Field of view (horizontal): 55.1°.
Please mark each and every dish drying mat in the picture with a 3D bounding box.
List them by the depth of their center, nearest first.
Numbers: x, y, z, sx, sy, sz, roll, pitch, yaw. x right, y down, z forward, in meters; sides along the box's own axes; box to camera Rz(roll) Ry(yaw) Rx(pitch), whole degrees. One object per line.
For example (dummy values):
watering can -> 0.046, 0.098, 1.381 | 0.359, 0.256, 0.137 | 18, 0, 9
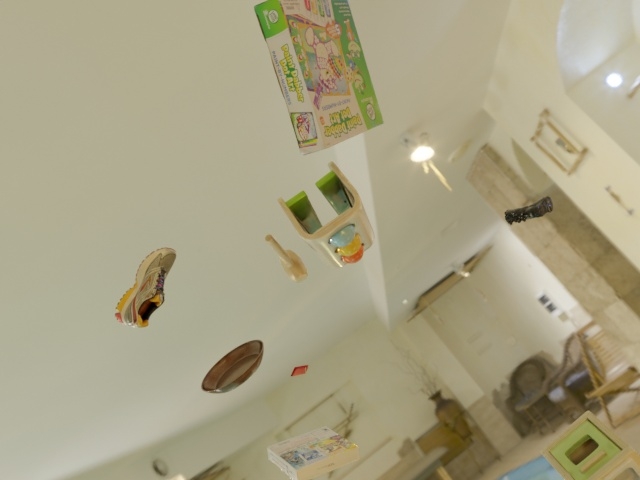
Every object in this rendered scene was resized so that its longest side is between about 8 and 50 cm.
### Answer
dish drying mat -> -0.061, 0.391, 1.841 | 0.083, 0.008, 0.032 | 12, -75, -64

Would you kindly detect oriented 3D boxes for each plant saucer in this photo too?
plant saucer -> -0.223, 0.340, 1.617 | 0.199, 0.036, 0.198 | -32, 16, 10

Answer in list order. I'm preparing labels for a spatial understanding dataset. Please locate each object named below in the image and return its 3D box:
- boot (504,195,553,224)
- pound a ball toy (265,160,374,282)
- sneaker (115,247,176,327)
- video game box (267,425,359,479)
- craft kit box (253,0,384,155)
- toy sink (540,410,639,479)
boot -> 0.558, -0.080, 1.647 | 0.099, 0.045, 0.121 | -14, 10, 44
pound a ball toy -> 0.000, 0.000, 1.208 | 0.208, 0.135, 0.319 | -35, -17, 0
sneaker -> -0.427, 0.124, 1.574 | 0.225, 0.093, 0.088 | -65, -28, -12
video game box -> -0.022, 0.612, 1.767 | 0.205, 0.048, 0.187 | -10, 6, -29
craft kit box -> 0.008, -0.294, 1.067 | 0.061, 0.246, 0.250 | -8, 16, 32
toy sink -> 0.618, 0.507, 1.326 | 0.153, 0.131, 0.234 | -42, 18, 3
